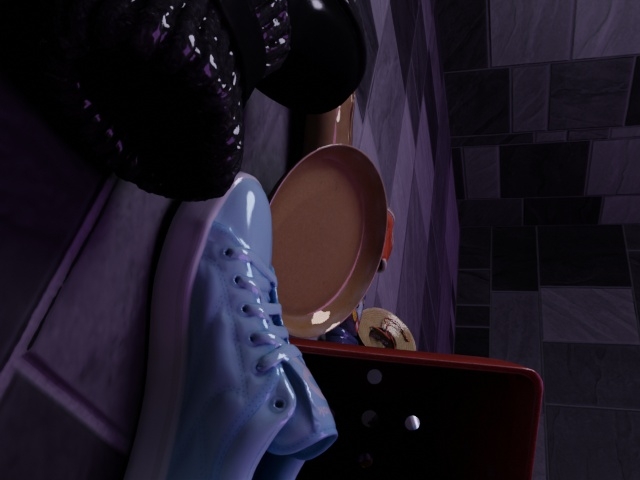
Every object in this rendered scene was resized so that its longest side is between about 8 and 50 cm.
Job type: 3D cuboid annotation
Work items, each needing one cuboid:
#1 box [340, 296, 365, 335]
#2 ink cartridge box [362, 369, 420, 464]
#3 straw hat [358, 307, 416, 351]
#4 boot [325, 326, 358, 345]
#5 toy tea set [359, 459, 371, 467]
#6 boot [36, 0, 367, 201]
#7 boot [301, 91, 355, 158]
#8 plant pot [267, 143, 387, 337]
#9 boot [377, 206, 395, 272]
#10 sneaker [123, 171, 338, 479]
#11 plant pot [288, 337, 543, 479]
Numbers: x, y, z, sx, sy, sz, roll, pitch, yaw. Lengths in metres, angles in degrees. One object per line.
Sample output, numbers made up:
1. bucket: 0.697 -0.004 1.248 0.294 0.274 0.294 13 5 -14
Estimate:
1. box: 0.047 0.080 1.021 0.093 0.027 0.137 -71 154 -46
2. ink cartridge box: 0.202 0.362 1.024 0.226 0.131 0.306 19 39 -31
3. straw hat: 0.110 0.199 1.157 0.061 0.145 0.144 -51 -174 33
4. boot: 0.049 0.204 0.952 0.190 0.069 0.086 58 38 -56
5. toy tea set: 0.057 0.484 0.963 0.199 0.124 0.336 60 20 5
6. boot: -0.062 -0.138 0.490 0.348 0.131 0.260 40 44 -54
7. boot: 0.001 -0.143 0.784 0.236 0.089 0.269 17 77 -66
8. plant pot: 0.000 0.000 0.734 0.236 0.032 0.236 -21 118 -44
9. boot: 0.113 -0.005 1.195 0.157 0.059 0.084 72 29 -47
10. sneaker: -0.052 0.113 0.494 0.135 0.150 0.365 49 44 -66
11. plant pot: 0.063 0.234 0.685 0.236 0.268 0.267 -74 170 -88
